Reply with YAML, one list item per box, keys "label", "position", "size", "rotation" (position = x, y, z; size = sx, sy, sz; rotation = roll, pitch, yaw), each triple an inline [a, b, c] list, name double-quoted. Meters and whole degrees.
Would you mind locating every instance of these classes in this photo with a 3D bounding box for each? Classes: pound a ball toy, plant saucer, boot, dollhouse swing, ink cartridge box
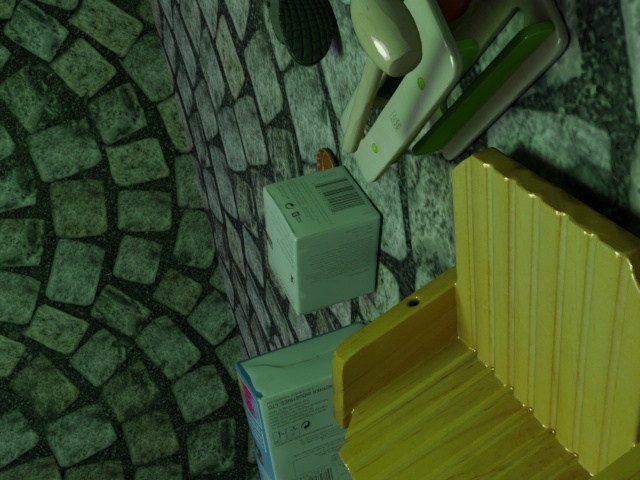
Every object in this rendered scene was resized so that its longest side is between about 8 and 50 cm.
- label: "pound a ball toy"
  position: [0.086, -0.175, 0.719]
  size: [0.319, 0.208, 0.136]
  rotation: [125, 126, -68]
- label: "plant saucer"
  position: [0.015, -0.127, 1.287]
  size: [0.083, 0.013, 0.084]
  rotation: [163, 90, -71]
- label: "boot"
  position: [-0.044, -0.369, 1.173]
  size: [0.161, 0.083, 0.247]
  rotation: [110, 146, -72]
- label: "dollhouse swing"
  position: [0.146, 0.138, 0.728]
  size: [0.347, 0.315, 0.305]
  rotation: [51, 172, 51]
- label: "ink cartridge box"
  position: [0.021, 0.379, 1.299]
  size: [0.151, 0.270, 0.396]
  rotation: [-142, 39, -63]

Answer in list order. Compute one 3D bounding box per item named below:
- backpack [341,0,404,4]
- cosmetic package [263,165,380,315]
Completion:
- label: "backpack"
  position: [0.066, -0.350, 0.735]
  size: [0.166, 0.144, 0.188]
  rotation: [141, 113, -75]
- label: "cosmetic package"
  position: [0.000, 0.000, 1.217]
  size: [0.151, 0.151, 0.184]
  rotation: [-123, 24, -43]
